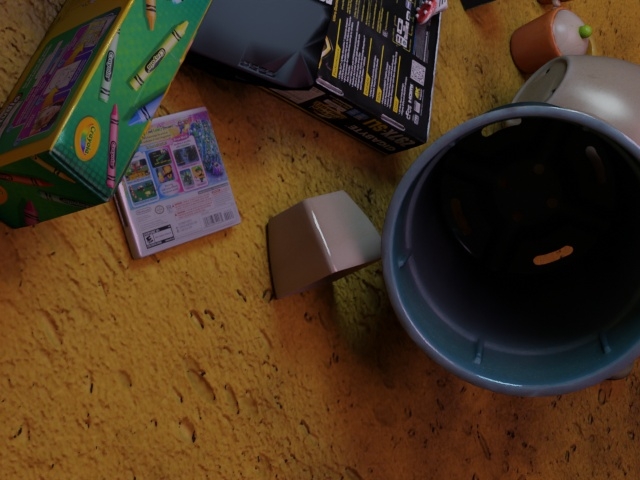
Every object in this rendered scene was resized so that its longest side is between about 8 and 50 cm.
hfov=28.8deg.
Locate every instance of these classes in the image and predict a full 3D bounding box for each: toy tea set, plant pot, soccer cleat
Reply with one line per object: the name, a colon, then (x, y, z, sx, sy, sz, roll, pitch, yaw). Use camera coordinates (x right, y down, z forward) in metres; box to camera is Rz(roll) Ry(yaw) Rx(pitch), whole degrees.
toy tea set: (0.367, -0.408, 1.935, 0.200, 0.124, 0.336, -22, 97, -46)
plant pot: (0.262, -0.027, 1.558, 0.334, 0.341, 0.341, -61, 129, -72)
plant pot: (0.382, -0.160, 1.807, 0.191, 0.284, 0.284, 39, 55, -17)
plant pot: (0.000, 0.000, 1.492, 0.109, 0.109, 0.096, -16, 83, -46)
soccer cleat: (0.152, -0.312, 1.658, 0.035, 0.029, 0.083, 44, 49, -26)

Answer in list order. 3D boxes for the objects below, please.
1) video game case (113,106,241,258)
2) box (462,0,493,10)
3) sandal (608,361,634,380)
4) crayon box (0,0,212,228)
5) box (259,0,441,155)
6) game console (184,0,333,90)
video game case: (-0.168, -0.067, 1.394, 0.157, 0.019, 0.143, -21, 96, -45)
box: (0.220, -0.469, 1.818, 0.060, 0.101, 0.244, -35, 107, -44)
sandal: (0.400, 0.123, 1.876, 0.303, 0.086, 0.120, 26, 63, -39)
crayon box: (-0.230, -0.154, 1.244, 0.081, 0.165, 0.278, 42, 55, -31)
box: (0.047, -0.306, 1.624, 0.257, 0.079, 0.321, 23, 66, -38)
game console: (-0.076, -0.351, 1.471, 0.213, 0.044, 0.361, 19, 68, -16)
